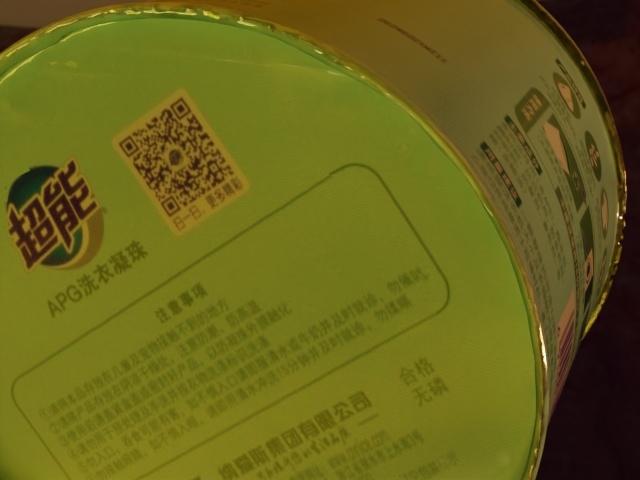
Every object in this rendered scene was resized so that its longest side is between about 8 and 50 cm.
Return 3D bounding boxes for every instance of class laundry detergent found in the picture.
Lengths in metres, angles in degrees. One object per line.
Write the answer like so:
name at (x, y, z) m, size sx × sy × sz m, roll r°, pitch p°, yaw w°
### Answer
laundry detergent at (0.000, 0.000, 0.640) m, size 0.305 × 0.287 × 0.287 m, roll -43°, pitch -60°, yaw -63°
